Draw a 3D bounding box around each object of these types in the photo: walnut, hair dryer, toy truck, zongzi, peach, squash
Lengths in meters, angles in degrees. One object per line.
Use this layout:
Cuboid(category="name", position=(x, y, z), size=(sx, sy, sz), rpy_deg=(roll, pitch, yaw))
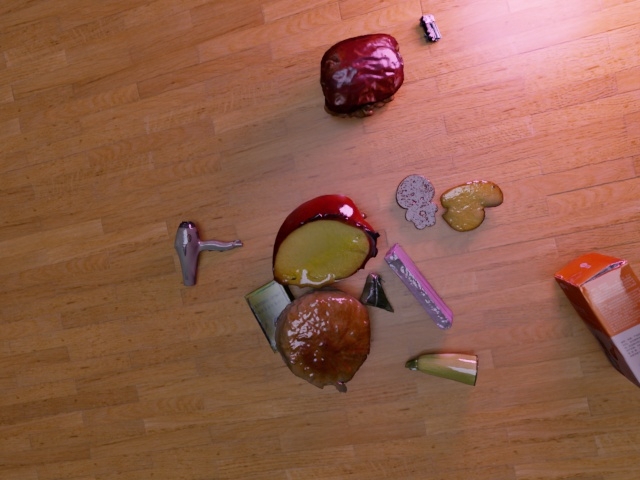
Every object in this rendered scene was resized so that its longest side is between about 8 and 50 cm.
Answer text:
Cuboid(category="walnut", position=(0.130, -0.486, 1.387), size=(0.268, 0.222, 0.244), rpy_deg=(-14, 122, 3))
Cuboid(category="hair dryer", position=(-0.406, 0.065, 1.582), size=(0.224, 0.088, 0.219), rpy_deg=(21, 103, -6))
Cuboid(category="toy truck", position=(0.340, -0.655, 1.415), size=(0.044, 0.039, 0.083), rpy_deg=(-22, 90, -6))
Cuboid(category="zongzi", position=(0.196, 0.166, 1.481), size=(0.119, 0.055, 0.109), rpy_deg=(17, 83, -9))
Cuboid(category="peach", position=(0.000, 0.000, 1.435), size=(0.361, 0.201, 0.258), rpy_deg=(-35, 113, 20))
Cuboid(category="squash", position=(0.379, 0.400, 1.444), size=(0.224, 0.094, 0.094), rpy_deg=(1, 93, 17))

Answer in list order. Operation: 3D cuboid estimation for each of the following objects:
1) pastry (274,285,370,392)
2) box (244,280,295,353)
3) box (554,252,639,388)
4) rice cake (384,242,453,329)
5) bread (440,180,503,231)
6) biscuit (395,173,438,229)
Cuboid(category="pastry", position=(0.007, 0.302, 1.432), size=(0.329, 0.136, 0.330), rpy_deg=(-2, 99, -13))
Cuboid(category="box", position=(-0.141, 0.248, 1.536), size=(0.140, 0.064, 0.220), rpy_deg=(-28, 89, 8))
Cuboid(category="box", position=(0.829, 0.212, 1.273), size=(0.143, 0.225, 0.341), rpy_deg=(-32, 87, 12))
Cuboid(category="rice cake", position=(0.306, 0.143, 1.426), size=(0.050, 0.106, 0.298), rpy_deg=(-40, 86, 19))
Cuboid(category="bread", position=(0.465, -0.109, 1.411), size=(0.187, 0.065, 0.150), rpy_deg=(-15, 101, 8))
Cuboid(category="biscuit", position=(0.307, -0.123, 1.453), size=(0.124, 0.026, 0.175), rpy_deg=(-17, 89, 12))
